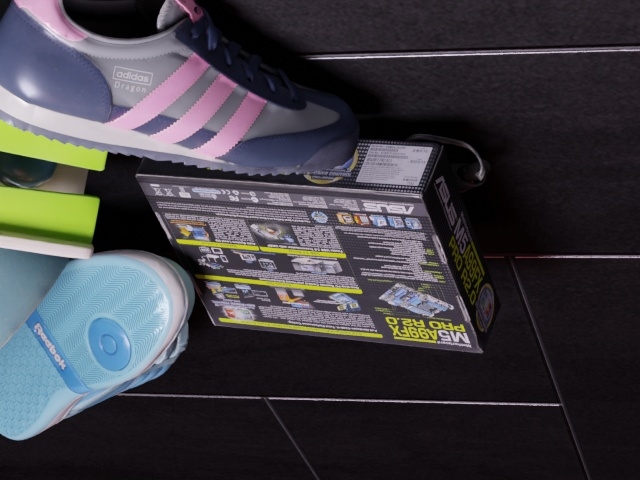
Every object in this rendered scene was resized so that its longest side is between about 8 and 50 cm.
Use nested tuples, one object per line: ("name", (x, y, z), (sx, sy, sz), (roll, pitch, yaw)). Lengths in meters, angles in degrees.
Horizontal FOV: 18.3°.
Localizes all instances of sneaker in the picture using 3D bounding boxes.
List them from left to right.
("sneaker", (-0.179, 0.068, 1.880), (0.208, 0.127, 0.319), (-25, 177, -45))
("sneaker", (-0.096, -0.133, 1.527), (0.319, 0.112, 0.131), (6, 116, -31))

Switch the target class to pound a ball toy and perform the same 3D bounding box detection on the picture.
("pound a ball toy", (-0.346, -0.041, 1.628), (0.319, 0.208, 0.136), (8, -169, -18))

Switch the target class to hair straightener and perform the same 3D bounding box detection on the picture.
("hair straightener", (0.059, -0.040, 1.706), (0.089, 0.047, 0.230), (25, 154, -28))

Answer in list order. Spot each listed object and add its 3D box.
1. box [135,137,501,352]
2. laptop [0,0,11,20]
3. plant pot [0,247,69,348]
("box", (0.000, 0.000, 1.716), (0.270, 0.060, 0.216), (4, 143, 26))
("laptop", (-0.361, -0.216, 1.478), (0.264, 0.136, 0.234), (-41, 147, 26))
("plant pot", (-0.393, 0.031, 1.777), (0.195, 0.290, 0.290), (46, 140, -16))
